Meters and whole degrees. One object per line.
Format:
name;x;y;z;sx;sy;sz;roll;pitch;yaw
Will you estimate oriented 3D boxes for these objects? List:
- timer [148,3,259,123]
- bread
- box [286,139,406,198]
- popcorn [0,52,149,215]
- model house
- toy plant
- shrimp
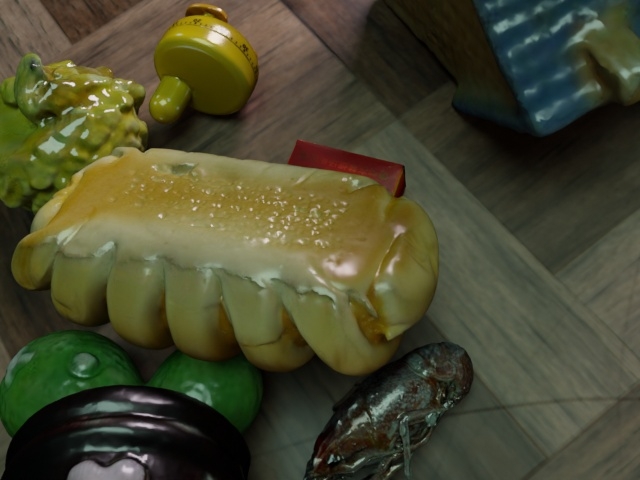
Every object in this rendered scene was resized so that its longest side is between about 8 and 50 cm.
timer;-0.119;-0.168;0.676;0.107;0.107;0.109;12;58;14
bread;-0.067;0.018;0.514;0.311;0.121;0.173;11;41;16
box;0.000;0.000;0.615;0.112;0.048;0.175;15;69;15
popcorn;-0.257;-0.103;0.663;0.173;0.142;0.173;0;91;15
model house;0.234;-0.314;0.534;0.334;0.382;0.343;-28;60;-2
toy plant;-0.152;0.160;0.514;0.218;0.175;0.235;-5;37;-1
shrimp;0.045;0.151;0.533;0.190;0.075;0.073;-39;98;-17
